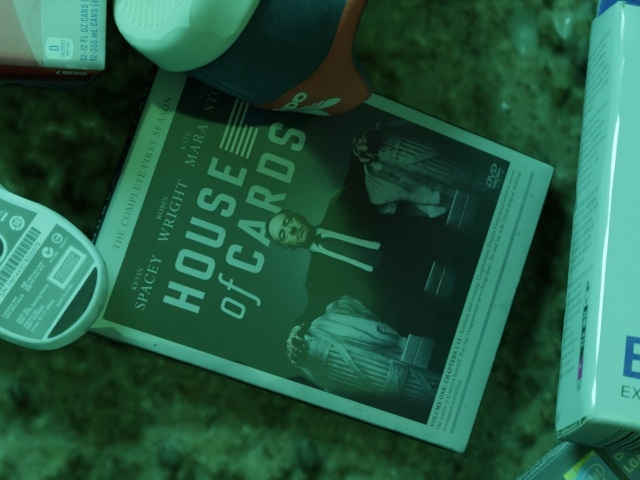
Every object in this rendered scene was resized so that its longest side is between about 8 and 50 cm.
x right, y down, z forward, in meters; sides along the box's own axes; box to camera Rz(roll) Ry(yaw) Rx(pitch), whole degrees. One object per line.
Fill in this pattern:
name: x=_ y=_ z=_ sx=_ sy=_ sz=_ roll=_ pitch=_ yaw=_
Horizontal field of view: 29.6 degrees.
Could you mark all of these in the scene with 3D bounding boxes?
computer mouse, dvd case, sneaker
computer mouse: x=-0.197 y=-0.009 z=0.614 sx=0.193 sy=0.042 sz=0.106 roll=35 pitch=76 yaw=-6
dvd case: x=0.000 y=0.000 z=0.680 sx=0.239 sy=0.029 sz=0.179 roll=20 pitch=84 yaw=-16
sneaker: x=0.012 y=-0.228 z=0.645 sx=0.148 sy=0.131 sz=0.350 roll=27 pitch=77 yaw=-36

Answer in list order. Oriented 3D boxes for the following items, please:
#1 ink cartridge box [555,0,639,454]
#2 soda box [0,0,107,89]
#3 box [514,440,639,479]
ink cartridge box: x=0.307 y=-0.025 z=0.675 sx=0.324 sy=0.071 sz=0.330 roll=10 pitch=73 yaw=-4
soda box: x=-0.152 y=-0.211 z=0.605 sx=0.092 sy=0.083 sz=0.263 roll=1 pitch=91 yaw=-16
box: x=0.216 y=0.252 z=0.665 sx=0.395 sy=0.097 sz=0.318 roll=-36 pitch=78 yaw=-13
